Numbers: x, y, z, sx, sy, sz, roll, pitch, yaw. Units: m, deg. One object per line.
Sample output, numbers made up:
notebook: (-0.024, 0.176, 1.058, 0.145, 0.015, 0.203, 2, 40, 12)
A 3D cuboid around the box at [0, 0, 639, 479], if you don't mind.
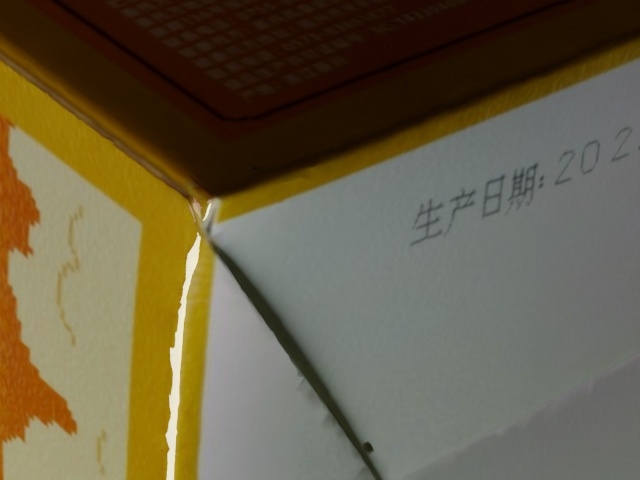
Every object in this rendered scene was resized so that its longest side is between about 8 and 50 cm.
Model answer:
box: (0.000, 0.000, 0.631, 0.214, 0.283, 0.259, 39, 136, 35)
